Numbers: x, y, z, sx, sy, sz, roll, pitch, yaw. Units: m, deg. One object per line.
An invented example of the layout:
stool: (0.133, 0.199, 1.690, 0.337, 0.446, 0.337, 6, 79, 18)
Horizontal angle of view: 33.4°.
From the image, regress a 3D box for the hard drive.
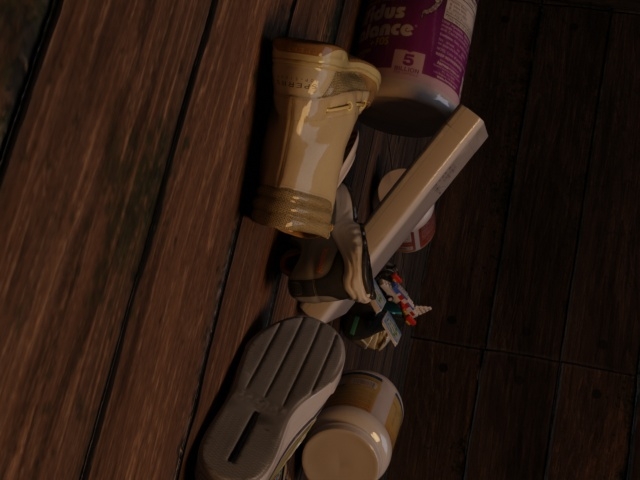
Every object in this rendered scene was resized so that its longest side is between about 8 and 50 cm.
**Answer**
hard drive: (0.113, -0.035, 1.547, 0.353, 0.047, 0.233, -52, 172, 7)

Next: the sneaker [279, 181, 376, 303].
sneaker: (0.000, 0.000, 1.321, 0.271, 0.107, 0.100, -100, 180, -70)

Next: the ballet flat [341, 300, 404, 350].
ballet flat: (0.092, 0.154, 1.999, 0.096, 0.095, 0.280, -71, 160, 0)

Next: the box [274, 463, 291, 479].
box: (-0.075, 0.311, 1.316, 0.207, 0.036, 0.114, 83, 19, -59)

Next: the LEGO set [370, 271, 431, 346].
LEGO set: (0.122, 0.074, 1.905, 0.183, 0.060, 0.244, 61, 13, -2)

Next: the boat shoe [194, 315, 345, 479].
boat shoe: (-0.063, 0.189, 1.153, 0.302, 0.109, 0.094, -51, 165, -54)

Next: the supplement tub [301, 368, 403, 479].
supplement tub: (0.051, 0.309, 1.716, 0.200, 0.144, 0.144, -55, 153, -67)

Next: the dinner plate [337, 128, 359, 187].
dinner plate: (0.009, -0.073, 1.288, 0.141, 0.017, 0.141, -52, -170, 13)

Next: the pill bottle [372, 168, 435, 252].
pill bottle: (0.164, -0.061, 2.077, 0.216, 0.121, 0.121, 69, 32, -72)

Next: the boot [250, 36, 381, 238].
boot: (-0.004, -0.104, 1.163, 0.262, 0.095, 0.204, -10, 109, -78)

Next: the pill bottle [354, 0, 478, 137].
pill bottle: (0.145, -0.322, 1.595, 0.169, 0.169, 0.302, 68, 33, -72)

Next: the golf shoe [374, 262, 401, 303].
golf shoe: (0.125, 0.080, 2.173, 0.198, 0.077, 0.094, 92, 0, -70)
